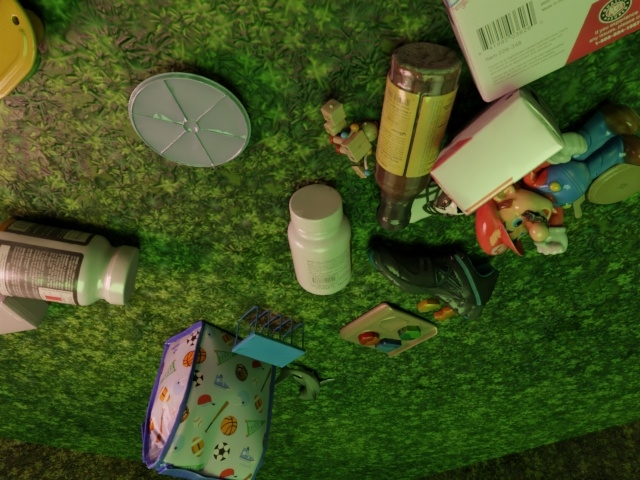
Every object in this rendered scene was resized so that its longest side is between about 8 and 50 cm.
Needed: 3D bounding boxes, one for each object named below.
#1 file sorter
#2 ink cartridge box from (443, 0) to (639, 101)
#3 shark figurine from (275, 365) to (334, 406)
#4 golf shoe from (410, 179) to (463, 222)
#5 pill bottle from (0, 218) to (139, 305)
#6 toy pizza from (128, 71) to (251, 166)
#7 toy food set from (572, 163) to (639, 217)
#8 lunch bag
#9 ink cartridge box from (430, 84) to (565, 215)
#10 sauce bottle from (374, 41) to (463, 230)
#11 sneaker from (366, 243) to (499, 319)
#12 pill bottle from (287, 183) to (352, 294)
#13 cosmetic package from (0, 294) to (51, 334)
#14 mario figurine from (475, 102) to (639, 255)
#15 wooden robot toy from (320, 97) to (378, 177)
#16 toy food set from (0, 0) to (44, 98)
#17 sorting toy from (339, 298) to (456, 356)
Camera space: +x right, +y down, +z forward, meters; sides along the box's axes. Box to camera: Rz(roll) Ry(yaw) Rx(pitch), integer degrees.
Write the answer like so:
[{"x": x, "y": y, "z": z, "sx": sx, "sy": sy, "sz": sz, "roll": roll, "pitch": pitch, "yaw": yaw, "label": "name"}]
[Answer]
[{"x": -0.144, "y": 0.273, "z": 1.234, "sx": 0.170, "sy": 0.105, "sz": 0.118, "roll": 27, "pitch": 131, "yaw": -28, "label": "file sorter"}, {"x": 0.247, "y": -0.359, "z": 0.508, "sx": 0.226, "sy": 0.131, "sz": 0.306, "roll": -21, "pitch": 133, "yaw": 22, "label": "ink cartridge box"}, {"x": -0.048, "y": 0.517, "z": 1.510, "sx": 0.166, "sy": 0.116, "sz": 0.278, "roll": -14, "pitch": 139, "yaw": 13, "label": "shark figurine"}, {"x": 0.236, "y": -0.079, "z": 0.854, "sx": 0.077, "sy": 0.094, "sz": 0.198, "roll": 27, "pitch": 133, "yaw": -30, "label": "golf shoe"}, {"x": -0.555, "y": 0.055, "z": 0.936, "sx": 0.278, "sy": 0.162, "sz": 0.162, "roll": 12, "pitch": 137, "yaw": -13, "label": "pill bottle"}, {"x": -0.220, "y": -0.205, "z": 0.740, "sx": 0.201, "sy": 0.032, "sz": 0.201, "roll": -1, "pitch": 146, "yaw": 0, "label": "toy pizza"}, {"x": 0.591, "y": -0.124, "z": 0.858, "sx": 0.192, "sy": 0.039, "sz": 0.132, "roll": -25, "pitch": 141, "yaw": 17, "label": "toy food set"}, {"x": -0.321, "y": 0.493, "z": 1.269, "sx": 0.239, "sy": 0.386, "sz": 0.327, "roll": -33, "pitch": 131, "yaw": 30, "label": "lunch bag"}, {"x": 0.270, "y": -0.153, "z": 0.667, "sx": 0.092, "sy": 0.218, "sz": 0.158, "roll": 47, "pitch": 124, "yaw": -3, "label": "ink cartridge box"}, {"x": 0.149, "y": -0.156, "z": 0.751, "sx": 0.111, "sy": 0.111, "sz": 0.344, "roll": 2, "pitch": 139, "yaw": -3, "label": "sauce bottle"}, {"x": 0.267, "y": 0.065, "z": 1.026, "sx": 0.340, "sy": 0.125, "sz": 0.140, "roll": 22, "pitch": 106, "yaw": -20, "label": "sneaker"}, {"x": 0.000, "y": 0.000, "z": 0.908, "sx": 0.131, "sy": 0.131, "sz": 0.229, "roll": -4, "pitch": 139, "yaw": 3, "label": "pill bottle"}, {"x": -0.841, "y": 0.171, "z": 1.107, "sx": 0.237, "sy": 0.107, "sz": 0.127, "roll": -10, "pitch": 135, "yaw": 15, "label": "cosmetic package"}, {"x": 0.428, "y": -0.076, "z": 0.767, "sx": 0.320, "sy": 0.170, "sz": 0.198, "roll": -42, "pitch": 89, "yaw": 18, "label": "mario figurine"}, {"x": 0.064, "y": -0.190, "z": 0.764, "sx": 0.079, "sy": 0.076, "sz": 0.173, "roll": -44, "pitch": 132, "yaw": -6, "label": "wooden robot toy"}, {"x": -0.481, "y": -0.282, "z": 0.637, "sx": 0.217, "sy": 0.071, "sz": 0.128, "roll": -26, "pitch": 109, "yaw": 23, "label": "toy food set"}, {"x": 0.235, "y": 0.256, "z": 1.270, "sx": 0.229, "sy": 0.041, "sz": 0.307, "roll": 28, "pitch": 131, "yaw": -29, "label": "sorting toy"}]
